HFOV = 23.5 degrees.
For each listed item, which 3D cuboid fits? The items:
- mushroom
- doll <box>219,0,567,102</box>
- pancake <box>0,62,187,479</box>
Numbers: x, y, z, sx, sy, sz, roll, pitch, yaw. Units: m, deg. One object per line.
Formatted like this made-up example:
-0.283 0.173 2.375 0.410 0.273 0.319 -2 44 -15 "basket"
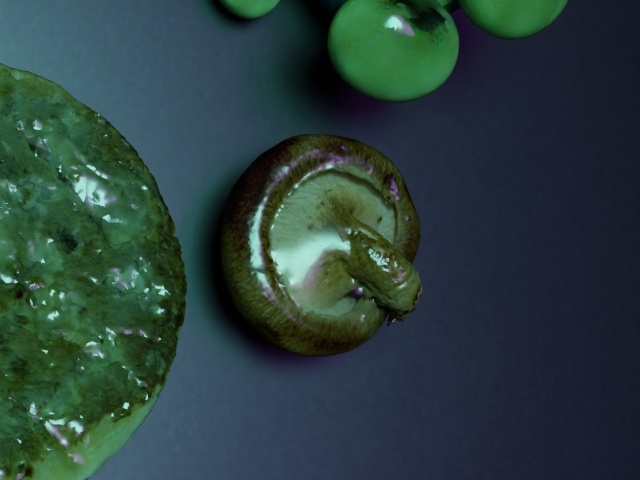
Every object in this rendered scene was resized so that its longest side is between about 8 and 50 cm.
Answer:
0.000 0.000 0.851 0.127 0.087 0.127 5 81 -31 "mushroom"
-0.002 -0.240 0.835 0.198 0.186 0.322 -26 115 2 "doll"
-0.176 0.015 0.743 0.253 0.037 0.254 18 53 -26 "pancake"
